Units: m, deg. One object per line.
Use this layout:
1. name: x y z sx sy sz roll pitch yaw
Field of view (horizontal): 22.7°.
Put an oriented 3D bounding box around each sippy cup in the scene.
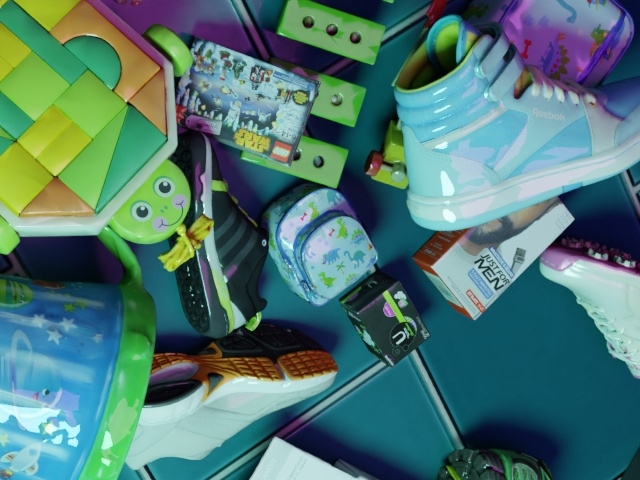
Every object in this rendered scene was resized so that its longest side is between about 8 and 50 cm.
1. sippy cup: -0.300 0.130 1.533 0.224 0.305 0.240 18 136 -17

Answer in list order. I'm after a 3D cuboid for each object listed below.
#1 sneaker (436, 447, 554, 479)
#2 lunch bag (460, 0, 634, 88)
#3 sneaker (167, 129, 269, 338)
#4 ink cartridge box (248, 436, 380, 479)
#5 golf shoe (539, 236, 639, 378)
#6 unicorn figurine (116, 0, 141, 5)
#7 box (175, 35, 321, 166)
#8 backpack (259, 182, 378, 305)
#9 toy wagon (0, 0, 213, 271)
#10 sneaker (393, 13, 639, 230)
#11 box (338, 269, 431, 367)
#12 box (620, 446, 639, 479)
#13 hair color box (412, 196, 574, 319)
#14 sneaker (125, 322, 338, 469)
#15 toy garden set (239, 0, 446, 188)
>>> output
1. sneaker: 0.205 0.413 1.881 0.146 0.134 0.344 4 105 -32
2. lunch bag: 0.234 -0.202 1.757 0.176 0.090 0.219 37 88 -31
3. sneaker: -0.105 -0.011 1.663 0.097 0.084 0.235 -20 118 -30
4. ink cartridge box: -0.036 0.385 1.798 0.261 0.066 0.296 31 89 -29
5. golf shoe: 0.375 0.092 1.888 0.306 0.115 0.140 20 98 -27
6. unicorn figurine: -0.182 -0.289 1.562 0.162 0.060 0.111 -27 114 -34
7. box: -0.079 -0.141 1.627 0.137 0.027 0.094 20 95 1
8. backpack: 0.000 0.000 1.703 0.105 0.084 0.114 -38 113 -15
9. toy wagon: -0.238 -0.112 1.495 0.344 0.068 0.267 42 72 0
10. sneaker: 0.219 -0.156 1.644 0.319 0.127 0.208 -24 113 -18
11. box: 0.072 0.087 1.777 0.062 0.052 0.083 -38 117 -12
12. box: 0.418 0.414 1.961 0.143 0.165 0.270 32 89 -28
13. hair color box: 0.197 -0.003 1.811 0.167 0.053 0.093 -46 116 -9
14. sneaker: -0.106 0.172 1.708 0.262 0.099 0.121 -9 130 -27
15. toy garden set: 0.042 -0.176 1.684 0.203 0.049 0.244 16 94 -14
